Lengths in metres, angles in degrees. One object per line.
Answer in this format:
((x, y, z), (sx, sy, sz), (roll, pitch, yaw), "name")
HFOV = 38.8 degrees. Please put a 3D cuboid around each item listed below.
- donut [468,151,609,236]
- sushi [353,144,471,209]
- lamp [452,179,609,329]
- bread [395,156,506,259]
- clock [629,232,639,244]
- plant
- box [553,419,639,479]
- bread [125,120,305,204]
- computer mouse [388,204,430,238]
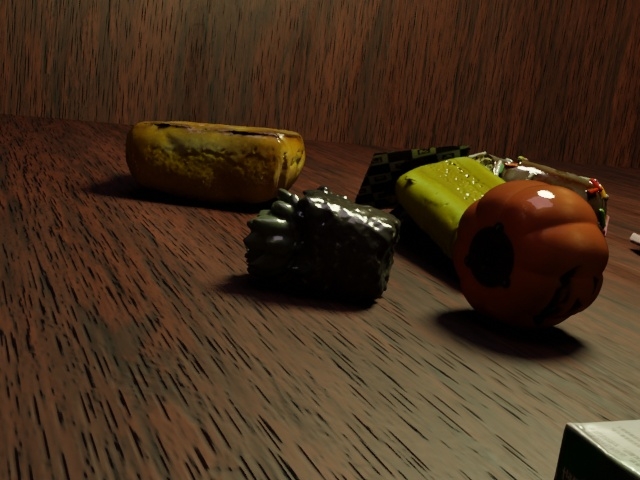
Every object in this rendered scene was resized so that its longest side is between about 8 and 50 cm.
((0.429, -0.080, 1.759), (0.259, 0.136, 0.345), (14, 8, -6), "donut")
((0.172, -0.093, 1.690), (0.192, 0.043, 0.279), (-6, -20, -9), "sushi")
((0.264, 0.017, 1.124), (0.164, 0.187, 0.188), (1, 13, -37), "lamp")
((0.246, -0.028, 1.437), (0.166, 0.112, 0.383), (-14, 25, -11), "bread")
((0.772, -0.088, 1.735), (0.290, 0.275, 0.080), (11, 8, 1), "clock")
((0.000, 0.000, 1.177), (0.194, 0.132, 0.129), (13, 10, 8), "plant")
((0.257, 0.183, 0.565), (0.135, 0.081, 0.199), (2, 11, -21), "box")
((-0.199, -0.156, 1.802), (0.337, 0.148, 0.328), (5, 7, 0), "bread")
((0.221, -0.039, 1.649), (0.217, 0.073, 0.122), (8, 11, -1), "computer mouse")
